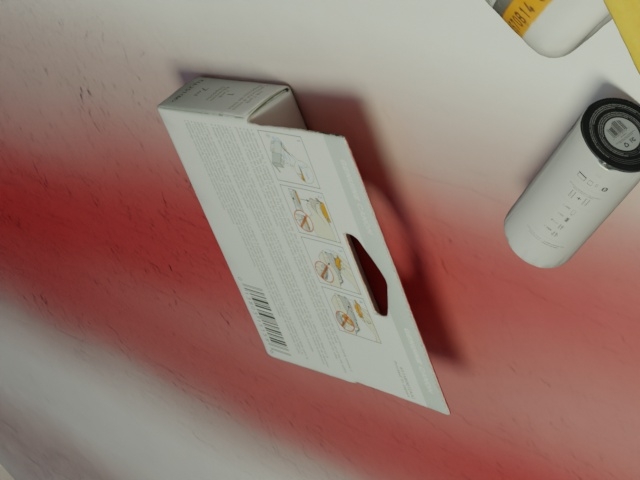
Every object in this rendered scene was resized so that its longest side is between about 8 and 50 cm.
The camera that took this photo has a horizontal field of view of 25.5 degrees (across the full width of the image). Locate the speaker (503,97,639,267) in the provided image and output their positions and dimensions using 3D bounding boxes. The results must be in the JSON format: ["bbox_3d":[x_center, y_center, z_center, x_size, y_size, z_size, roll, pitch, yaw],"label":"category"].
[{"bbox_3d":[0.166,-0.034,0.915,0.055,0.055,0.136,44,151,10],"label":"speaker"}]

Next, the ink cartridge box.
[{"bbox_3d":[0.000,0.000,1.182,0.239,0.060,0.275,12,133,46],"label":"ink cartridge box"}]

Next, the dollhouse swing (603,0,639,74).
[{"bbox_3d":[0.232,-0.226,0.468,0.347,0.315,0.305,3,156,44],"label":"dollhouse swing"}]

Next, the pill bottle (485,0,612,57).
[{"bbox_3d":[0.079,-0.238,0.688,0.278,0.162,0.162,48,151,2],"label":"pill bottle"}]
